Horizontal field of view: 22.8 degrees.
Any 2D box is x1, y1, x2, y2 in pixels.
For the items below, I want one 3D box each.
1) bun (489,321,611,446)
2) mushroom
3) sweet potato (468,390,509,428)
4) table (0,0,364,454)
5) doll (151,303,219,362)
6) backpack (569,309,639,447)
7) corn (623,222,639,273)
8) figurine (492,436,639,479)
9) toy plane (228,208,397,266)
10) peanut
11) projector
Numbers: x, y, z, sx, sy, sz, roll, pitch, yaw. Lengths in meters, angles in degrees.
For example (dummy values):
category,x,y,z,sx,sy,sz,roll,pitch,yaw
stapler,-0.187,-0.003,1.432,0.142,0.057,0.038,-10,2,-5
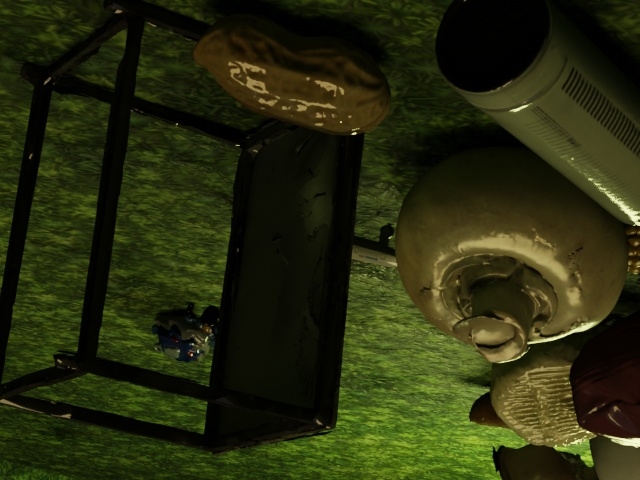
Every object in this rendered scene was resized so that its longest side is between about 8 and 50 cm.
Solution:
category,x,y,z,sx,sy,sz,roll,pitch,yaw
bun,0.347,0.188,2.222,0.220,0.134,0.220,-2,135,-2
mushroom,0.190,0.027,1.626,0.246,0.202,0.246,10,144,7
sweet potato,0.328,0.251,2.492,0.114,0.092,0.341,24,160,-2
table,-0.139,-0.001,1.464,0.272,0.335,0.222,16,159,-29
doll,-0.194,0.140,2.358,0.096,0.070,0.195,45,145,-15
backpack,0.466,0.157,1.976,0.283,0.197,0.317,17,148,-38
corn,0.446,-0.007,1.673,0.319,0.097,0.097,0,161,11
figurine,0.464,0.336,2.382,0.361,0.253,0.211,-25,131,13
toy plane,-0.001,-0.003,1.857,0.226,0.058,0.226,4,164,21
peanut,-0.019,-0.145,1.391,0.194,0.083,0.093,16,173,-32
projector,0.225,-0.112,1.384,0.108,0.108,0.337,-7,158,33
